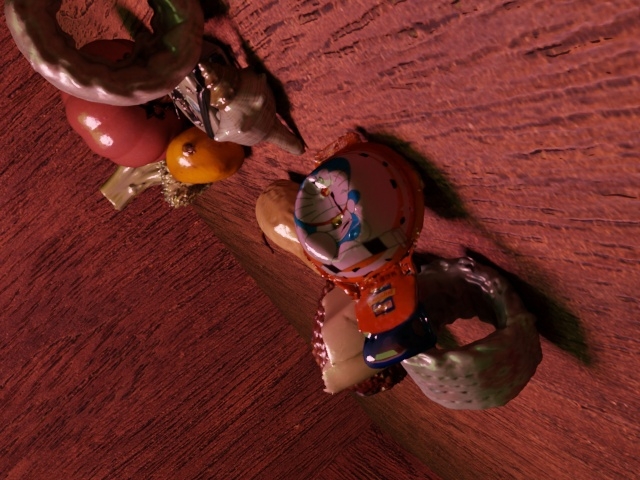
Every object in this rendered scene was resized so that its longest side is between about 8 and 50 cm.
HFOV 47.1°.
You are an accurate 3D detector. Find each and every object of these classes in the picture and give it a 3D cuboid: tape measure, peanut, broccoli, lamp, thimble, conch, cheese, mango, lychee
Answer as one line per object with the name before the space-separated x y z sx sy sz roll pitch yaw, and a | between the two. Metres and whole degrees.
tape measure | -0.214 -0.272 1.367 0.235 0.115 0.207 34 160 48
peanut | -0.027 -0.024 1.445 0.319 0.147 0.147 41 167 42
broccoli | -0.430 -0.200 1.957 0.249 0.301 0.375 22 171 21
lamp | -0.427 -0.320 1.665 0.305 0.240 0.305 36 -140 -38
thimble | -0.333 -0.358 1.143 0.291 0.291 0.195 53 171 -23
thimble | 0.206 0.132 1.036 0.211 0.185 0.149 4 145 32
conch | -0.133 -0.208 1.229 0.137 0.114 0.234 8 140 26
cheese | 0.066 0.007 1.007 0.129 0.217 0.329 7 -118 -52
mango | -0.259 -0.189 1.675 0.317 0.177 0.119 143 110 -88
lychee | 0.089 0.186 1.508 0.236 0.236 0.271 -178 73 -74
cheese | 0.080 0.137 1.251 0.127 0.233 0.266 54 -168 -6

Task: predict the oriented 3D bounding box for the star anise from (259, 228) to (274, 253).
star anise | -0.122 -0.034 1.904 0.097 0.070 0.190 28 148 30

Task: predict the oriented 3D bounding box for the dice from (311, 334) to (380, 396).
dice | 0.101 0.248 1.761 0.183 0.182 0.181 41 168 38
